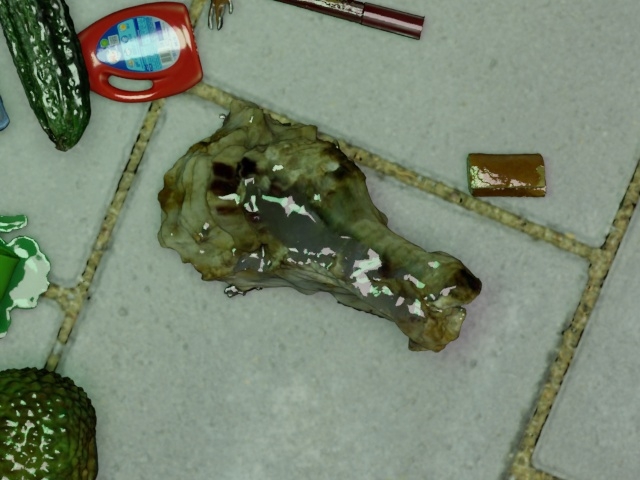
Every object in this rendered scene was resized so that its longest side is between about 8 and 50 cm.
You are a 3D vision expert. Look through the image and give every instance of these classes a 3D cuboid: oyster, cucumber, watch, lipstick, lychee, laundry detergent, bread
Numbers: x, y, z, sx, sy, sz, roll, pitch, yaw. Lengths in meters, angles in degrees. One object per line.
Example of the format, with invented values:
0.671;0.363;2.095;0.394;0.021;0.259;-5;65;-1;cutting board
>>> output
-0.005;0.007;1.881;0.337;0.133;0.197;34;98;-2;oyster
-0.280;-0.219;1.841;0.077;0.077;0.265;-21;80;-3;cucumber
-0.350;0.021;1.841;0.165;0.152;0.131;25;89;-5;watch
0.019;-0.239;1.917;0.177;0.027;0.027;13;93;-5;lipstick
-0.304;0.201;1.854;0.171;0.171;0.171;0;94;-5;lychee
-0.207;-0.183;1.891;0.165;0.049;0.097;-13;95;0;laundry detergent
0.194;-0.068;1.939;0.083;0.036;0.047;0;91;-7;bread

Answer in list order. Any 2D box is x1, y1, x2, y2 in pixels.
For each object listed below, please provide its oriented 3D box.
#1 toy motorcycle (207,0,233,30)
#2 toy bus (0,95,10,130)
-0.139;-0.409;1.841;0.207;0.134;0.400;-5;93;1;toy motorcycle
-0.391;-0.204;1.863;0.094;0.079;0.236;-24;96;-19;toy bus
